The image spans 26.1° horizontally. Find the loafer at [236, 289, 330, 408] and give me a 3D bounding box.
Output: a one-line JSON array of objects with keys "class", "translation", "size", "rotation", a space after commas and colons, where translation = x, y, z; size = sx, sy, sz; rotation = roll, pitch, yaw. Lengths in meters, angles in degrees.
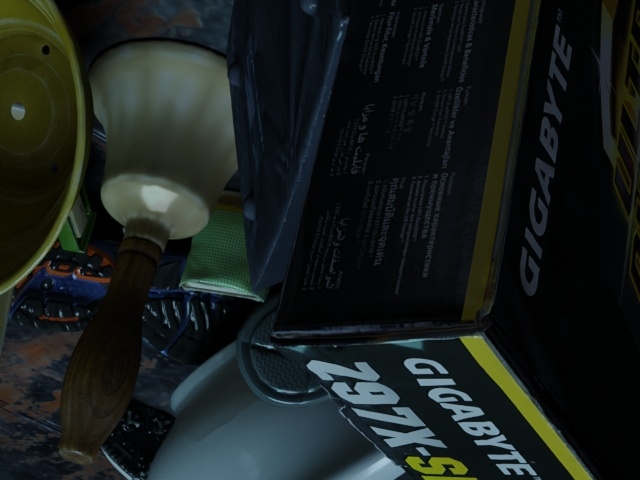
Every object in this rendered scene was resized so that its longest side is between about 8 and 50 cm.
[{"class": "loafer", "translation": [0.075, 0.029, 0.865], "size": [0.267, 0.096, 0.084], "rotation": [-20, 173, -3]}]

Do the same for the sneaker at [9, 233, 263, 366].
[{"class": "sneaker", "translation": [-0.140, 0.031, 1.020], "size": [0.221, 0.083, 0.087], "rotation": [18, -170, -30]}]

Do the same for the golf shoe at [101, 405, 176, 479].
[{"class": "golf shoe", "translation": [-0.148, 0.224, 1.337], "size": [0.198, 0.077, 0.094], "rotation": [34, 144, -30]}]

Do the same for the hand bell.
[{"class": "hand bell", "translation": [-0.108, 0.015, 0.806], "size": [0.126, 0.242, 0.126], "rotation": [9, 149, 6]}]

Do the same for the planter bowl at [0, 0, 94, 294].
[{"class": "planter bowl", "translation": [-0.199, -0.073, 0.798], "size": [0.217, 0.217, 0.090], "rotation": [-5, -176, 27]}]

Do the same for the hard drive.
[{"class": "hard drive", "translation": [-0.004, -0.096, 0.664], "size": [0.054, 0.172, 0.255], "rotation": [-2, 155, -12]}]

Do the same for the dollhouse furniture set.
[{"class": "dollhouse furniture set", "translation": [-0.100, -0.015, 0.919], "size": [0.151, 0.076, 0.058], "rotation": [9, 148, 7]}]

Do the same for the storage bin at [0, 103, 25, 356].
[{"class": "storage bin", "translation": [-0.332, 0.019, 0.851], "size": [0.262, 0.260, 0.123], "rotation": [15, 155, -22]}]

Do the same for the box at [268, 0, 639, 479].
[{"class": "box", "translation": [0.104, -0.039, 0.558], "size": [0.079, 0.322, 0.257], "rotation": [-4, 145, 29]}]

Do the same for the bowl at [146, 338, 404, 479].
[{"class": "bowl", "translation": [-0.019, 0.138, 1.029], "size": [0.134, 0.298, 0.298], "rotation": [57, 149, 12]}]
